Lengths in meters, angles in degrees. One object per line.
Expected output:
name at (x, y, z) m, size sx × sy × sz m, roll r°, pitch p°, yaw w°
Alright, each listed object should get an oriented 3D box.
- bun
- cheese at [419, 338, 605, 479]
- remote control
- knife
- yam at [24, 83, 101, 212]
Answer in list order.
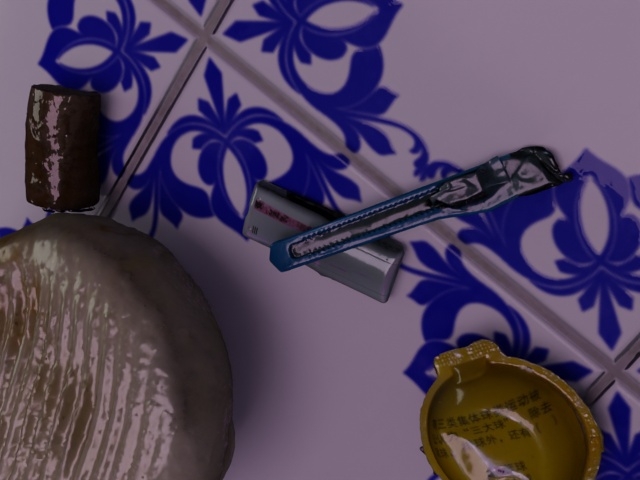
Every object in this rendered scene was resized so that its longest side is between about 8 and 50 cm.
bun at (-0.229, 0.155, 1.162) m, size 0.365 × 0.219 × 0.365 m, roll 0°, pitch 90°, yaw 26°
cheese at (0.190, 0.216, 1.067) m, size 0.177 × 0.069 × 0.270 m, roll -24°, pitch 98°, yaw 30°
remote control at (0.000, 0.000, 1.107) m, size 0.166 × 0.029 × 0.065 m, roll 25°, pitch 117°, yaw 16°
knife at (0.083, -0.024, 1.043) m, size 0.296 × 0.026 × 0.044 m, roll -20°, pitch 93°, yaw 20°
yam at (-0.264, -0.096, 1.175) m, size 0.084 × 0.084 × 0.127 m, roll 14°, pitch 108°, yaw 21°
